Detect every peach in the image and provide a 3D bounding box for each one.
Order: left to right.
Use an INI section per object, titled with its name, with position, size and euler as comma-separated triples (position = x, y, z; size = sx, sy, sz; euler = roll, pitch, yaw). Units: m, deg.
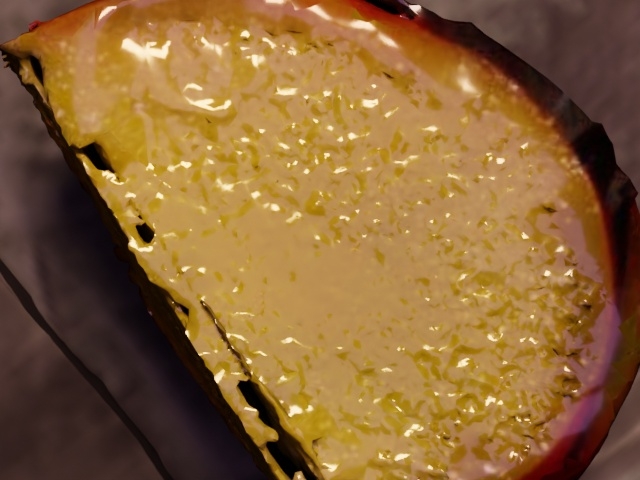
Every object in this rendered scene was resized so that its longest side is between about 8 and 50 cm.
[peach]
position = -0.001, 0.001, 0.377
size = 0.172, 0.092, 0.127
euler = 32, 89, -1
